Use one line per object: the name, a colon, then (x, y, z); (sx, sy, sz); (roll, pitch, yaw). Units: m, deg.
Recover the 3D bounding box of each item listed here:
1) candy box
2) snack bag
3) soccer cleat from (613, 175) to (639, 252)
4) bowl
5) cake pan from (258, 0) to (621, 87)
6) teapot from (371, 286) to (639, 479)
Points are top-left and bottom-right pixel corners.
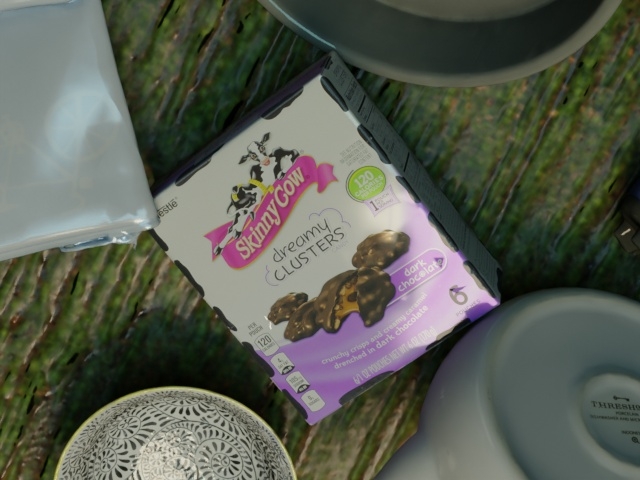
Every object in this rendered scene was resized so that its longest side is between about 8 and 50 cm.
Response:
candy box: (0.000, 0.000, 0.967); (0.164, 0.070, 0.196); (-35, 103, 19)
snack bag: (-0.297, -0.128, 0.920); (0.323, 0.037, 0.343); (-14, 91, 1)
soccer cleat: (0.332, 0.045, 1.000); (0.121, 0.093, 0.289); (-44, 102, 1)
bowl: (-0.100, 0.171, 1.014); (0.170, 0.080, 0.170); (0, 104, -2)
cake pan: (0.056, -0.223, 0.862); (0.293, 0.054, 0.293); (17, 140, 15)
teapot: (0.172, 0.169, 0.976); (0.256, 0.252, 0.187); (37, 138, 9)
